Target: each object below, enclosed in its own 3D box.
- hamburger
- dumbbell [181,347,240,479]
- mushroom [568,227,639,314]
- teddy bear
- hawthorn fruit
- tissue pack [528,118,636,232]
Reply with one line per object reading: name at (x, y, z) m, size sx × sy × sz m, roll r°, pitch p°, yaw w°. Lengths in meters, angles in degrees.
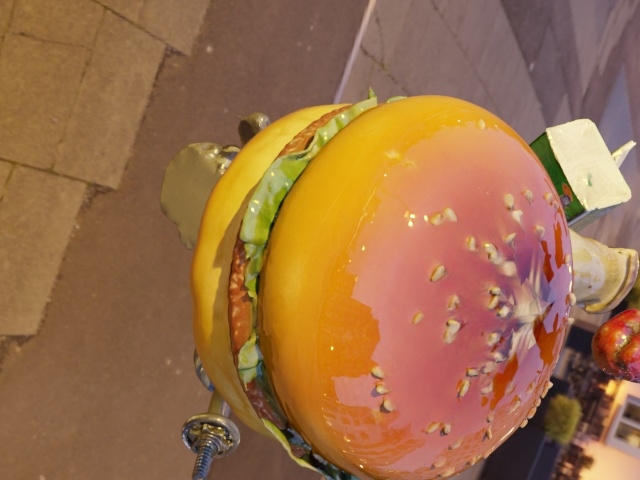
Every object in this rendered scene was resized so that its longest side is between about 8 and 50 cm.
hamburger at (0.054, 0.031, 0.457) m, size 0.246 × 0.170 × 0.246 m, roll -4°, pitch 97°, yaw -41°
dumbbell at (-0.139, 0.224, 1.067) m, size 0.254 × 0.110 × 0.110 m, roll -81°, pitch 175°, yaw -56°
mushroom at (0.207, 0.023, 0.735) m, size 0.225 × 0.093 × 0.116 m, roll -8°, pitch 129°, yaw -32°
teddy bear at (-0.119, -0.101, 1.193) m, size 0.251 × 0.144 × 0.171 m, roll -27°, pitch 132°, yaw -49°
hawthorn fruit at (0.367, 0.122, 0.916) m, size 0.093 × 0.093 × 0.093 m, roll -44°, pitch 146°, yaw -42°
tissue pack at (0.406, -0.091, 1.284) m, size 0.156 × 0.148 × 0.209 m, roll -15°, pitch 165°, yaw -20°
